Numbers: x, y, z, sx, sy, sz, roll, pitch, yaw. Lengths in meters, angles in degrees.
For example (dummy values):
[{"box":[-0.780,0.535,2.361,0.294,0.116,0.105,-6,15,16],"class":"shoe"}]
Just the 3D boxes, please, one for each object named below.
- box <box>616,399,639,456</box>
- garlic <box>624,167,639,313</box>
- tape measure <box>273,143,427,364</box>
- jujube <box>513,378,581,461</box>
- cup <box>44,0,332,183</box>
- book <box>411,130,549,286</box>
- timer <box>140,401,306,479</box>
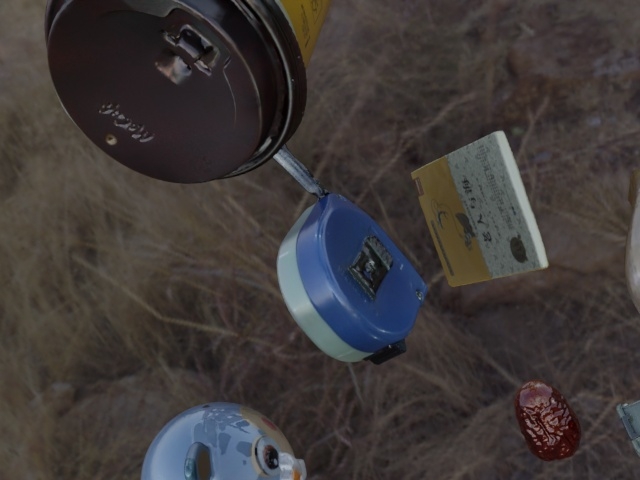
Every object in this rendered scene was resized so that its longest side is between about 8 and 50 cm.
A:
[{"box":[0.672,0.374,1.923,0.093,0.172,0.124,-36,48,23],"class":"box"},{"box":[0.483,0.002,1.368,0.112,0.143,0.318,16,45,-3],"class":"garlic"},{"box":[0.000,0.000,1.279,0.098,0.351,0.215,-34,15,32],"class":"tape measure"},{"box":[0.460,0.366,1.990,0.112,0.176,0.109,-32,18,-18],"class":"jujube"},{"box":[-0.078,-0.183,0.759,0.197,0.196,0.279,-4,38,24],"class":"cup"},{"box":[0.304,-0.050,1.930,0.032,0.268,0.389,-18,-2,-19],"class":"book"},{"box":[-0.082,0.238,0.938,0.175,0.175,0.255,-42,12,-20],"class":"timer"}]
